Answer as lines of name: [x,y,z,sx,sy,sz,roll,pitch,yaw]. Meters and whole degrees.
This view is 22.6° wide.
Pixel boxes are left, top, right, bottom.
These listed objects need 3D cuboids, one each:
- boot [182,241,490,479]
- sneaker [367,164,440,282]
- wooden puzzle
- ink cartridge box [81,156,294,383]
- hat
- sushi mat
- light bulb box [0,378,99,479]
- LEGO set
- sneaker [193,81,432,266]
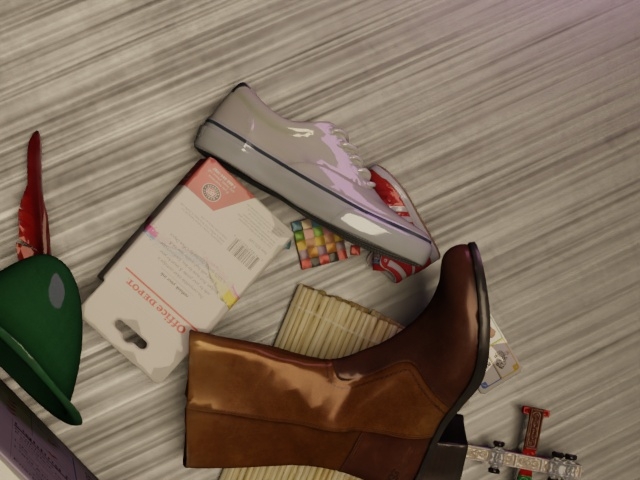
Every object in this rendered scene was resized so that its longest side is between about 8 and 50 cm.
boot: [0.013,0.110,1.540,0.280,0.096,0.264,8,116,-4]
sneaker: [0.065,-0.013,1.616,0.067,0.042,0.118,-35,101,-13]
wooden puzzle: [0.000,0.000,1.620,0.083,0.006,0.049,-14,95,-12]
ink cartridge box: [-0.135,0.029,1.561,0.115,0.067,0.198,43,82,-11]
hat: [-0.236,0.038,1.497,0.183,0.173,0.208,-46,116,-18]
sushi mat: [-0.011,0.214,1.609,0.151,0.019,0.317,22,87,-1]
light bulb box: [-0.342,0.232,1.372,0.225,0.361,0.358,-43,100,-6]
LEGO set: [0.155,0.216,1.655,0.182,0.060,0.244,-32,92,-3]
sneaker: [0.005,-0.066,1.557,0.258,0.094,0.091,31,86,1]
